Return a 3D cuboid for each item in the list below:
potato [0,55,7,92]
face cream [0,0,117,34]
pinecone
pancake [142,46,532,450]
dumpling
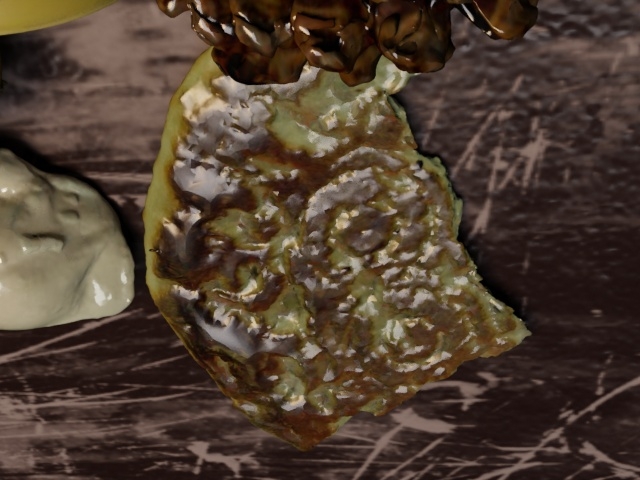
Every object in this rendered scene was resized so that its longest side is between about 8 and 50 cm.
[{"bbox_3d":[-0.379,-0.092,0.728,0.300,0.172,0.140,-8,147,15],"label":"potato"},{"bbox_3d":[-0.206,-0.243,0.553,0.218,0.218,0.179,7,129,4],"label":"face cream"},{"bbox_3d":[0.020,-0.202,0.555,0.243,0.243,0.257,41,159,-21],"label":"pinecone"},{"bbox_3d":[-0.005,0.002,0.826,0.305,0.067,0.426,-17,122,12],"label":"pancake"},{"bbox_3d":[-0.265,-0.003,0.819,0.229,0.124,0.151,9,108,-20],"label":"dumpling"}]
